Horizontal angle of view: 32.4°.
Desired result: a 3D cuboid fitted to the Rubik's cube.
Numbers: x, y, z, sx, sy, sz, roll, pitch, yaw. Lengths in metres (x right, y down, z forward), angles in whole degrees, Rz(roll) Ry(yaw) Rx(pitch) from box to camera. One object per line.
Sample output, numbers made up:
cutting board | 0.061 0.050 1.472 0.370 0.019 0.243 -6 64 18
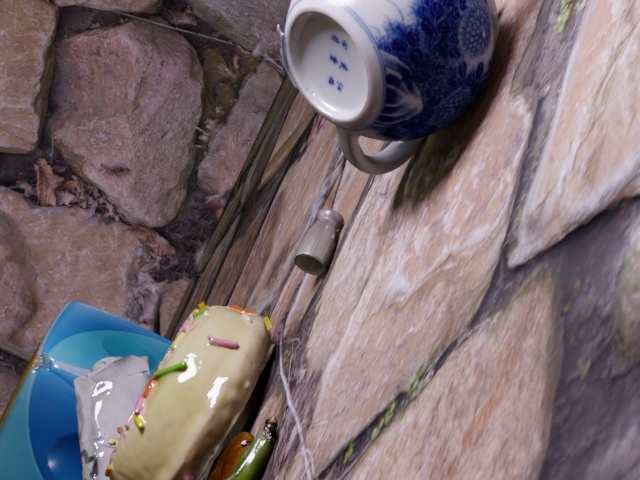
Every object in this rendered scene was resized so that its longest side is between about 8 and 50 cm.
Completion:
Rubik's cube | -0.474 0.375 2.314 0.347 0.352 0.352 -95 30 -72

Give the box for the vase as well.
vase | 0.000 0.000 1.689 0.053 0.053 0.100 -50 12 53

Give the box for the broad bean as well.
broad bean | -0.131 0.346 1.394 0.297 0.043 0.060 -49 -44 -35

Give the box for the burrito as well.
burrito | -0.335 0.397 1.835 0.101 0.139 0.445 -33 55 44

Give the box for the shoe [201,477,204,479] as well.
shoe | -0.234 0.398 1.816 0.063 0.071 0.143 -62 14 11

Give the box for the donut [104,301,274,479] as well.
donut | -0.199 0.242 1.733 0.307 0.150 0.371 -55 5 23

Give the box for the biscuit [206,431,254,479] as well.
biscuit | -0.146 0.366 1.536 0.212 0.036 0.212 -61 8 16

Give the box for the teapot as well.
teapot | 0.106 -0.253 1.318 0.280 0.252 0.423 -31 -37 -33
